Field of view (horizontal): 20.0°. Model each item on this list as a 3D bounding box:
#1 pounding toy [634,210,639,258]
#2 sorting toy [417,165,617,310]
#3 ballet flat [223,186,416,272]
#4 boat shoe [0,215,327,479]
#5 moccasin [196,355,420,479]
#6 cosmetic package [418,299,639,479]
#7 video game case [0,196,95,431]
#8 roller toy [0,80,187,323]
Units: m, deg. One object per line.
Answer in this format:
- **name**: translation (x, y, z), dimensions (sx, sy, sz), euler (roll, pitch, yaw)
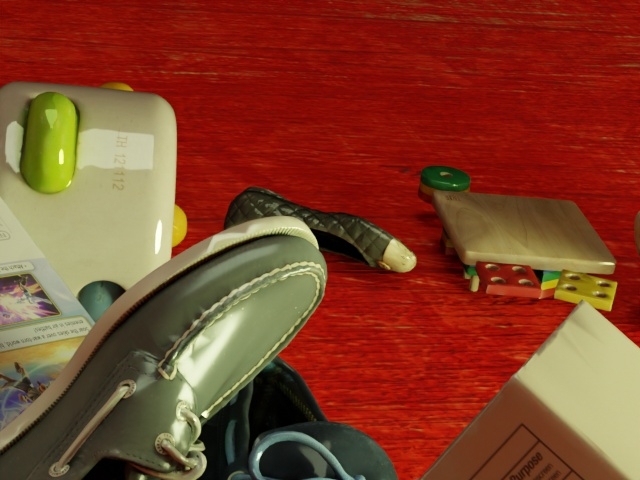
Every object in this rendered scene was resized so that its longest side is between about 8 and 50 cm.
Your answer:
- **pounding toy**: translation (0.406, 0.013, 1.489), dimensions (0.269, 0.154, 0.155), euler (-5, 26, -28)
- **sorting toy**: translation (0.171, 0.011, 1.549), dimensions (0.132, 0.046, 0.274), euler (4, 23, -12)
- **ballet flat**: translation (0.000, 0.000, 1.533), dimensions (0.173, 0.057, 0.049), euler (17, 65, 20)
- **boat shoe**: translation (-0.104, 0.117, 0.986), dimensions (0.319, 0.116, 0.099), euler (-41, 56, -11)
- **moccasin**: translation (-0.017, 0.147, 0.997), dimensions (0.137, 0.117, 0.342), euler (25, 7, -29)
- **cosmetic package**: translation (0.175, 0.196, 0.832), dimensions (0.309, 0.160, 0.113), euler (43, 31, 8)
- **video game case**: translation (-0.262, 0.061, 1.071), dimensions (0.269, 0.061, 0.244), euler (-9, 50, -48)
- **roller toy**: translation (-0.170, -0.016, 1.308), dimensions (0.146, 0.191, 0.209), euler (4, 9, -8)
